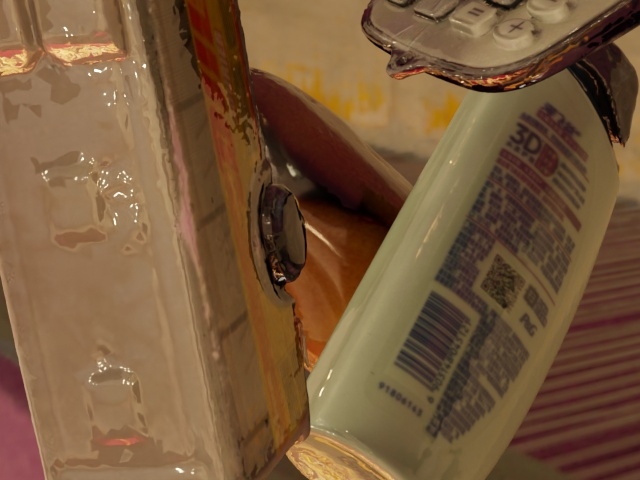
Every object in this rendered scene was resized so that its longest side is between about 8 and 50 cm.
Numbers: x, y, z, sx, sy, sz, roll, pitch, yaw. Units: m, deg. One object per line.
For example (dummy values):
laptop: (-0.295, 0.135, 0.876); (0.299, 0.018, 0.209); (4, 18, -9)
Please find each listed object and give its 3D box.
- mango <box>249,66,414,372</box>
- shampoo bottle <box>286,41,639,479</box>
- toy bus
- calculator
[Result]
mango: (0.000, 0.000, 1.107); (0.287, 0.201, 0.152); (44, 104, 3)
shampoo bottle: (0.108, 0.013, 0.945); (0.134, 0.359, 0.078); (41, 148, -17)
toy bus: (-0.069, -0.044, 0.505); (0.092, 0.106, 0.268); (-5, 103, 17)
calculator: (0.139, -0.159, 0.753); (0.177, 0.268, 0.040); (38, 159, 57)
